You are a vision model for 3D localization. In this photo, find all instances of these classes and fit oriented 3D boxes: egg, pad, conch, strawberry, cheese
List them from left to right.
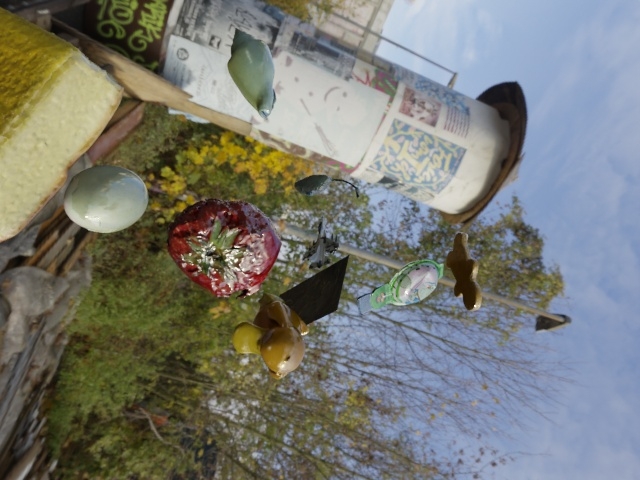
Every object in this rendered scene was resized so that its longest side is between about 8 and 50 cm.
[{"bbox_3d":[-0.887,-0.168,1.696,0.278,0.279,0.336,-66,168,21],"label":"egg"},{"bbox_3d":[-0.227,0.006,1.032,0.220,0.274,0.274,-90,-157,-60],"label":"strawberry"},{"bbox_3d":[-0.098,-0.238,0.593,0.088,0.065,0.180,101,-27,-66],"label":"conch"},{"bbox_3d":[-0.054,0.202,1.365,0.368,0.007,0.247,-33,-155,36],"label":"pad"},{"bbox_3d":[0.267,0.159,1.363,0.083,0.321,0.203,-124,-164,-44],"label":"cheese"}]

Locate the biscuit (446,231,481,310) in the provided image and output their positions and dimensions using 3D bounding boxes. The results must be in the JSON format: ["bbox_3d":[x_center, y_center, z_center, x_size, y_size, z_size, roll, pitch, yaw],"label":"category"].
[{"bbox_3d":[0.425,0.099,1.206,0.158,0.035,0.240,95,-6,-48],"label":"biscuit"}]

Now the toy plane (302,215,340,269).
[{"bbox_3d":[0.008,0.014,1.467,0.160,0.082,0.234,-20,-144,30],"label":"toy plane"}]

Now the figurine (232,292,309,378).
[{"bbox_3d":[-0.124,0.264,1.160,0.215,0.215,0.228,-67,172,15],"label":"figurine"}]

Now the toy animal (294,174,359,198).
[{"bbox_3d":[0.025,-0.201,1.500,0.070,0.253,0.079,-49,138,-59],"label":"toy animal"}]

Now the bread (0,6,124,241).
[{"bbox_3d":[-0.533,-0.201,0.629,0.323,0.333,0.143,-59,169,-10],"label":"bread"}]
